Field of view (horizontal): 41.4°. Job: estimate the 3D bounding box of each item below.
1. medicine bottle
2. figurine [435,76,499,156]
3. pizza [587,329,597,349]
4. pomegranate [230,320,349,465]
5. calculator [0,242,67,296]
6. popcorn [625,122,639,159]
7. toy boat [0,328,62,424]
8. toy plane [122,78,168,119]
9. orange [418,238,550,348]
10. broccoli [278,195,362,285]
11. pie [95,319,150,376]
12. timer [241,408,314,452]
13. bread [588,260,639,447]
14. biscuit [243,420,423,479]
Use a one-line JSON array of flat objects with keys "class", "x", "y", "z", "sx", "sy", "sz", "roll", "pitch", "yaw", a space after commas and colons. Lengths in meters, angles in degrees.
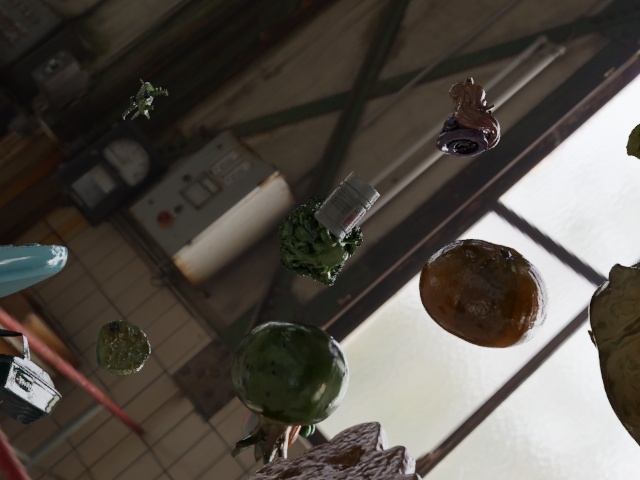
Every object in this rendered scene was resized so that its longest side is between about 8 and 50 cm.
[{"class": "medicine bottle", "x": 0.040, "y": -0.053, "z": 1.292, "sx": 0.058, "sy": 0.091, "sz": 0.058, "roll": 41, "pitch": -1, "yaw": 0}, {"class": "figurine", "x": 0.292, "y": -0.237, "z": 1.633, "sx": 0.126, "sy": 0.157, "sz": 0.114, "roll": 24, "pitch": -13, "yaw": -35}, {"class": "pizza", "x": 0.591, "y": 0.205, "z": 1.723, "sx": 0.099, "sy": 0.100, "sz": 0.029, "roll": 24, "pitch": -35, "yaw": 11}, {"class": "pomegranate", "x": -0.058, "y": 0.232, "z": 1.278, "sx": 0.181, "sy": 0.224, "sz": 0.181, "roll": 19, "pitch": -14, "yaw": 5}, {"class": "calculator", "x": -0.436, "y": 0.051, "z": 0.825, "sx": 0.256, "sy": 0.386, "sz": 0.055, "roll": -18, "pitch": -96, "yaw": 48}, {"class": "popcorn", "x": 0.486, "y": -0.147, "z": 1.233, "sx": 0.083, "sy": 0.060, "sz": 0.068, "roll": -7, "pitch": -25, "yaw": 39}, {"class": "toy boat", "x": -0.418, "y": 0.194, "z": 1.159, "sx": 0.092, "sy": 0.103, "sz": 0.246, "roll": 6, "pitch": -24, "yaw": 7}, {"class": "toy plane", "x": -0.327, "y": -0.265, "z": 1.578, "sx": 0.111, "sy": 0.102, "sz": 0.040, "roll": -97, "pitch": 160, "yaw": -45}, {"class": "orange", "x": 0.300, "y": 0.090, "z": 1.541, "sx": 0.240, "sy": 0.240, "sz": 0.171, "roll": 40, "pitch": -57, "yaw": 40}, {"class": "broccoli", "x": 0.000, "y": 0.000, "z": 1.756, "sx": 0.195, "sy": 0.195, "sz": 0.156, "roll": 55, "pitch": -13, "yaw": -23}, {"class": "pie", "x": -0.276, "y": 0.150, "z": 1.184, "sx": 0.017, "sy": 0.085, "sz": 0.085, "roll": -19, "pitch": -66, "yaw": 44}, {"class": "timer", "x": -0.067, "y": 0.309, "z": 1.490, "sx": 0.136, "sy": 0.136, "sz": 0.099, "roll": 52, "pitch": -13, "yaw": -10}, {"class": "bread", "x": 0.610, "y": 0.151, "z": 1.188, "sx": 0.252, "sy": 0.376, "sz": 0.348, "roll": 8, "pitch": 55, "yaw": -42}, {"class": "biscuit", "x": 0.004, "y": 0.287, "z": 0.881, "sx": 0.306, "sy": 0.283, "sz": 0.043, "roll": -3, "pitch": -69, "yaw": 62}]
